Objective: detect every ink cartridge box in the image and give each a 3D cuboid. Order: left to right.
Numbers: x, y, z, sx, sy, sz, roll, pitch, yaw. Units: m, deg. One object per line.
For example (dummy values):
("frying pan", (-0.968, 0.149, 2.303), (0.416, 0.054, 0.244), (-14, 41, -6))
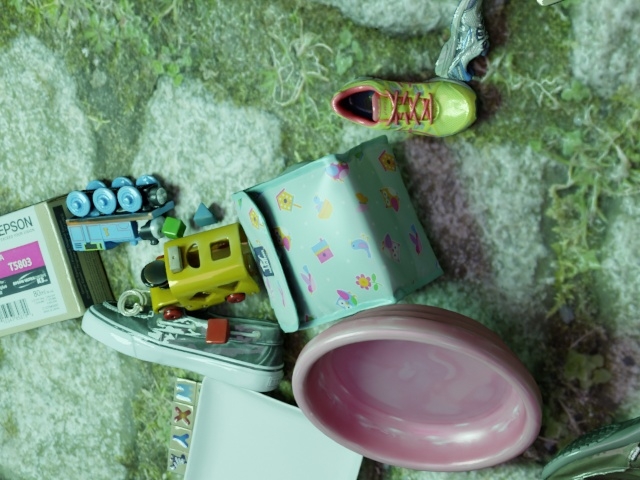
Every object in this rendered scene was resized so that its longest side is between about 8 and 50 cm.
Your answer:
("ink cartridge box", (-0.472, 0.045, 2.096), (0.235, 0.088, 0.193), (-16, 95, 32))

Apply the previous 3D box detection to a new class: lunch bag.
("lunch bag", (0.000, 0.000, 1.783), (0.262, 0.160, 0.223), (-18, 96, 39))

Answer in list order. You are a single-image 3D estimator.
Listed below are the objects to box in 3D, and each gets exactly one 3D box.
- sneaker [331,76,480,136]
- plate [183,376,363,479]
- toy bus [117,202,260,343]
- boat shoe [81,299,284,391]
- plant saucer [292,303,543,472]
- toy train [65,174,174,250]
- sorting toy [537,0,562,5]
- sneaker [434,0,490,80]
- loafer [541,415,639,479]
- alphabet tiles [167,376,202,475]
("sneaker", (0.108, -0.174, 1.715), (0.209, 0.094, 0.081), (4, 102, 27))
("plate", (-0.074, 0.364, 1.957), (0.278, 0.045, 0.277), (18, 106, 21))
("toy bus", (-0.190, 0.042, 1.869), (0.191, 0.104, 0.202), (28, 77, 23))
("boat shoe", (-0.201, 0.129, 1.963), (0.335, 0.121, 0.119), (14, 98, 16))
("plant saucer", (0.131, 0.191, 1.721), (0.332, 0.084, 0.332), (9, 141, 8))
("toy train", (-0.311, -0.040, 1.994), (0.184, 0.080, 0.105), (-4, 109, 28))
("sorting toy", (0.327, -0.439, 1.531), (0.257, 0.089, 0.255), (-18, 93, 31))
("sneaker", (0.197, -0.268, 1.675), (0.058, 0.052, 0.135), (24, 120, 12))
("loafer", (0.400, 0.279, 1.662), (0.251, 0.094, 0.087), (-29, 86, 33))
("alphabet tiles", (-0.151, 0.346, 2.019), (0.198, 0.009, 0.237), (11, 102, 23))
